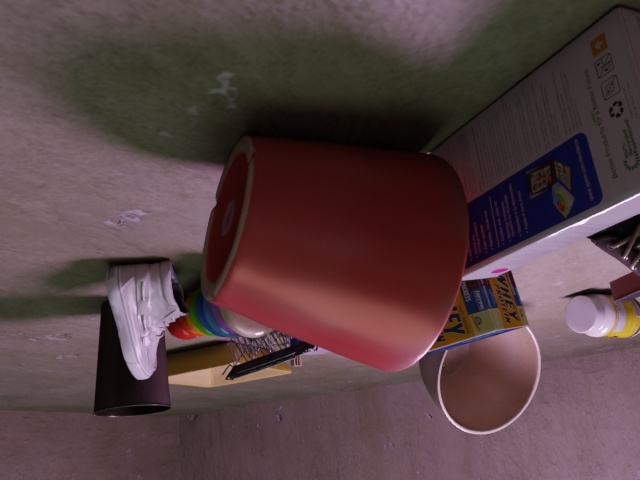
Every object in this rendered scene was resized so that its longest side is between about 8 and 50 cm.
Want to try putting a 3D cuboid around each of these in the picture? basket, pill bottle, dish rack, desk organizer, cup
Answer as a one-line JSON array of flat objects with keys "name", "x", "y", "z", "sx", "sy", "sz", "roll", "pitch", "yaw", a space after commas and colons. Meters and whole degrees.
[{"name": "basket", "x": -0.394, "y": 0.243, "z": 1.368, "sx": 0.154, "sy": 0.227, "sz": 0.204, "roll": 2, "pitch": 160, "yaw": -22}, {"name": "pill bottle", "x": 0.772, "y": 0.204, "z": 1.775, "sx": 0.208, "sy": 0.119, "sz": 0.119, "roll": 7, "pitch": 157, "yaw": -32}, {"name": "dish rack", "x": -0.090, "y": 0.185, "z": 1.302, "sx": 0.208, "sy": 0.074, "sz": 0.271, "roll": -22, "pitch": -172, "yaw": 11}, {"name": "desk organizer", "x": 0.774, "y": 0.110, "z": 1.609, "sx": 0.047, "sy": 0.050, "sz": 0.130, "roll": -1, "pitch": 160, "yaw": -13}, {"name": "cup", "x": 0.407, "y": 0.336, "z": 1.828, "sx": 0.330, "sy": 0.331, "sz": 0.237, "roll": 2, "pitch": -173, "yaw": -23}]

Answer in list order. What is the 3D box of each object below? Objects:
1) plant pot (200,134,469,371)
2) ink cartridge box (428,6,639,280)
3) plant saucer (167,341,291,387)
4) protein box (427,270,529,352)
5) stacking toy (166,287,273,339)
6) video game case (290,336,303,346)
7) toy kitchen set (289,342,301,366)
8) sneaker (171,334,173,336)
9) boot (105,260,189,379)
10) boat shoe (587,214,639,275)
[{"name": "plant pot", "x": 0.000, "y": 0.000, "z": 0.779, "sx": 0.243, "sy": 0.275, "sz": 0.275, "roll": 14, "pitch": 155, "yaw": -19}, {"name": "ink cartridge box", "x": 0.225, "y": -0.071, "z": 0.732, "sx": 0.069, "sy": 0.176, "sz": 0.371, "roll": 4, "pitch": 159, "yaw": -28}, {"name": "plant saucer", "x": -0.309, "y": 0.385, "z": 2.026, "sx": 0.332, "sy": 0.081, "sz": 0.333, "roll": -15, "pitch": 159, "yaw": 23}, {"name": "protein box", "x": 0.298, "y": 0.150, "z": 1.385, "sx": 0.201, "sy": 0.136, "sz": 0.199, "roll": -25, "pitch": 163, "yaw": 33}, {"name": "stacking toy", "x": -0.209, "y": 0.137, "z": 1.298, "sx": 0.141, "sy": 0.141, "sz": 0.330, "roll": 8, "pitch": 163, "yaw": -35}, {"name": "video game case", "x": 0.074, "y": 0.270, "z": 1.818, "sx": 0.244, "sy": 0.061, "sz": 0.269, "roll": 3, "pitch": 163, "yaw": -23}, {"name": "toy kitchen set", "x": -0.040, "y": 0.343, "z": 1.989, "sx": 0.083, "sy": 0.075, "sz": 0.068, "roll": -14, "pitch": 161, "yaw": 34}, {"name": "sneaker", "x": -0.277, "y": 0.194, "z": 1.519, "sx": 0.152, "sy": 0.061, "sz": 0.054, "roll": -7, "pitch": 159, "yaw": -3}, {"name": "boot", "x": -0.302, "y": 0.151, "z": 1.199, "sx": 0.123, "sy": 0.095, "sz": 0.258, "roll": -8, "pitch": 127, "yaw": -5}, {"name": "boat shoe", "x": 0.451, "y": -0.027, "z": 0.901, "sx": 0.355, "sy": 0.130, "sz": 0.132, "roll": 17, "pitch": 127, "yaw": -22}]
